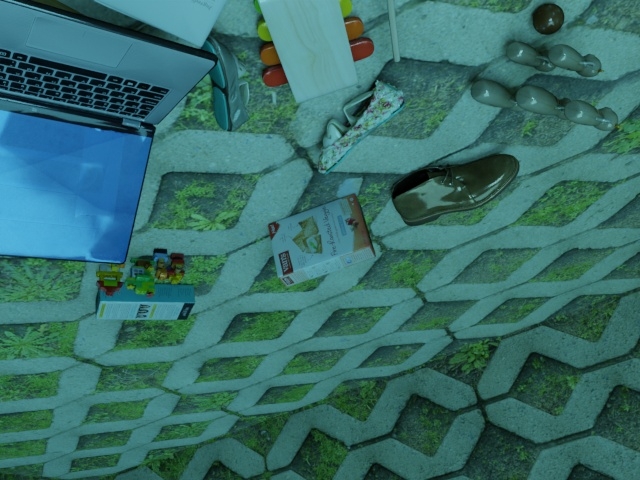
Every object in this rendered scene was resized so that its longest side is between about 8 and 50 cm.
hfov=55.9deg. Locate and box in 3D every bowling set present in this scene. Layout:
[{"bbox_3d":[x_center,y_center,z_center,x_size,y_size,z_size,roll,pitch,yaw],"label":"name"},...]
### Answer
[{"bbox_3d":[0.442,-0.318,1.117,0.154,0.287,0.200,4,111,-37],"label":"bowling set"}]

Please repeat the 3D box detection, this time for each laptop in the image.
[{"bbox_3d":[-0.405,-0.126,0.865,0.382,0.236,0.408,6,165,-34],"label":"laptop"}]

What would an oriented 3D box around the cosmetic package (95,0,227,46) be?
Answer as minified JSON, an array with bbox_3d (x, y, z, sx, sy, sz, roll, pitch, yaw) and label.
[{"bbox_3d":[-0.181,-0.384,0.768,0.151,0.151,0.184,18,138,-28],"label":"cosmetic package"}]

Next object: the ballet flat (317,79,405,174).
[{"bbox_3d":[0.063,-0.231,1.206,0.077,0.091,0.241,41,120,-17],"label":"ballet flat"}]

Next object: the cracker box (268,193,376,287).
[{"bbox_3d":[0.000,0.000,1.450,0.232,0.156,0.067,-20,147,9],"label":"cracker box"}]

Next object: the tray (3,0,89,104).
[{"bbox_3d":[-0.549,-0.316,0.825,0.203,0.076,0.411,-35,142,31],"label":"tray"}]

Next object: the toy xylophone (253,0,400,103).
[{"bbox_3d":[0.007,-0.350,0.977,0.236,0.081,0.323,-13,148,-2],"label":"toy xylophone"}]

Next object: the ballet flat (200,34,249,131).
[{"bbox_3d":[-0.160,-0.280,1.053,0.068,0.072,0.213,-34,154,-20],"label":"ballet flat"}]

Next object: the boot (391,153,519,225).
[{"bbox_3d":[0.312,-0.135,1.420,0.305,0.112,0.115,-24,136,19],"label":"boot"}]

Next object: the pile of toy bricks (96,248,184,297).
[{"bbox_3d":[-0.430,0.093,1.476,0.212,0.105,0.118,5,143,-28],"label":"pile of toy bricks"}]

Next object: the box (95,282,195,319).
[{"bbox_3d":[-0.468,0.164,1.615,0.244,0.060,0.100,4,144,-26],"label":"box"}]
